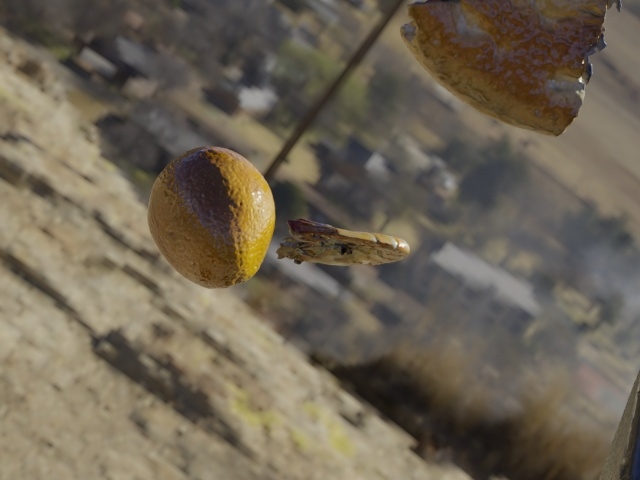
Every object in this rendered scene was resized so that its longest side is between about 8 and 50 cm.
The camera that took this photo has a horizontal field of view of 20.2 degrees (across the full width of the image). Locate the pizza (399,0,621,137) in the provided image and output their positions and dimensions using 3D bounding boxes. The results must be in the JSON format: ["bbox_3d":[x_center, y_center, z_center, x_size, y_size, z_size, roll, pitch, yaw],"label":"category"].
[{"bbox_3d":[0.151,-0.183,1.286,0.154,0.194,0.069,30,8,-18],"label":"pizza"}]

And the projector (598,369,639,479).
[{"bbox_3d":[0.464,0.314,1.771,0.395,0.242,0.405,17,30,7],"label":"projector"}]

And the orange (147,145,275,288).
[{"bbox_3d":[-0.063,-0.013,1.046,0.085,0.085,0.085,32,20,-13],"label":"orange"}]

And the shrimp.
[{"bbox_3d":[0.000,0.000,1.158,0.114,0.023,0.083,-1,-12,42],"label":"shrimp"}]
